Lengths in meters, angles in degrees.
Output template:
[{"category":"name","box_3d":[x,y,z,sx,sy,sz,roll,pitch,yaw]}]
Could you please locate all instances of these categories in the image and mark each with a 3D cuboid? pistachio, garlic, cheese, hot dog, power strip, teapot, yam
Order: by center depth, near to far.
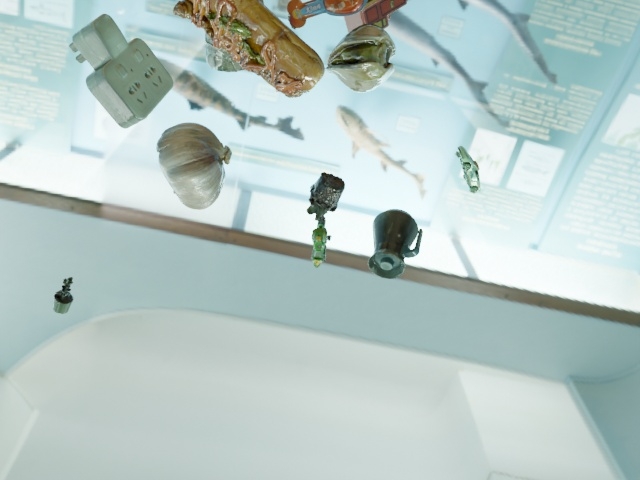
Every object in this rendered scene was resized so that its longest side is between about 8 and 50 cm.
[{"category":"hot dog","box_3d":[-0.149,-0.415,1.280,0.349,0.117,0.158,39,163,-22]},{"category":"power strip","box_3d":[-0.550,-0.452,1.673,0.141,0.261,0.229,-19,-148,29]},{"category":"pistachio","box_3d":[0.107,-0.495,1.704,0.197,0.166,0.288,-3,-178,7]},{"category":"cheese","box_3d":[0.024,-0.690,1.820,0.256,0.106,0.037,-16,-177,7]},{"category":"yam","box_3d":[-0.277,-0.710,2.071,0.201,0.271,0.202,12,-134,13]},{"category":"teapot","box_3d":[0.268,0.009,2.232,0.203,0.171,0.225,-15,-141,33]},{"category":"garlic","box_3d":[-0.458,-0.268,2.269,0.241,0.321,0.322,-9,-166,29]}]

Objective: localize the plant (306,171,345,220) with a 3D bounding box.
[{"category":"plant","box_3d":[0.015,-0.189,2.687,0.131,0.203,0.142,16,-146,-14]}]

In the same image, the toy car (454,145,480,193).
[{"category":"toy car","box_3d":[0.490,-0.233,2.048,0.058,0.186,0.093,-20,-138,11]}]

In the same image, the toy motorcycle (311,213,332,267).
[{"category":"toy motorcycle","box_3d":[0.000,0.000,2.256,0.074,0.190,0.106,7,-143,5]}]

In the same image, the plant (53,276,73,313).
[{"category":"plant","box_3d":[-0.674,0.143,1.649,0.051,0.102,0.051,20,-155,-10]}]

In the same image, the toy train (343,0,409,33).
[{"category":"toy train","box_3d":[0.187,-0.847,2.142,0.369,0.231,0.163,-37,-136,-21]}]
